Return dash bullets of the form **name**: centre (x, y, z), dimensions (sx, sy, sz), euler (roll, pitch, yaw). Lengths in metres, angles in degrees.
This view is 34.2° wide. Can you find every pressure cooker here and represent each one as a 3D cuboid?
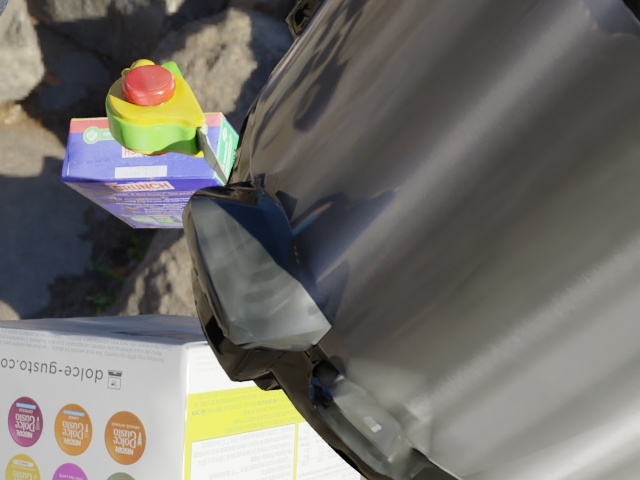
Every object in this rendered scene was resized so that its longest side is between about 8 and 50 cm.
- **pressure cooker**: centre (0.145, -0.034, 0.584), dimensions (0.369, 0.420, 0.376), euler (32, 44, -9)

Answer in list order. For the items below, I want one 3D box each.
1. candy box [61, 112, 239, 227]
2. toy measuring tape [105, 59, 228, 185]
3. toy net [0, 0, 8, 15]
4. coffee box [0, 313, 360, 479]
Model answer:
- **candy box**: centre (-0.259, -0.113, 1.813), dimensions (0.268, 0.317, 0.122), euler (0, 77, 12)
- **toy measuring tape**: centre (-0.201, -0.127, 1.323), dimensions (0.121, 0.121, 0.330), euler (-10, 46, -21)
- **toy net**: centre (-0.218, -0.202, 0.710), dimensions (0.045, 0.122, 0.232), euler (23, 53, -7)
- **coffee box**: centre (-0.180, 0.262, 1.161), dimensions (0.337, 0.335, 0.338), euler (2, -1, 32)
